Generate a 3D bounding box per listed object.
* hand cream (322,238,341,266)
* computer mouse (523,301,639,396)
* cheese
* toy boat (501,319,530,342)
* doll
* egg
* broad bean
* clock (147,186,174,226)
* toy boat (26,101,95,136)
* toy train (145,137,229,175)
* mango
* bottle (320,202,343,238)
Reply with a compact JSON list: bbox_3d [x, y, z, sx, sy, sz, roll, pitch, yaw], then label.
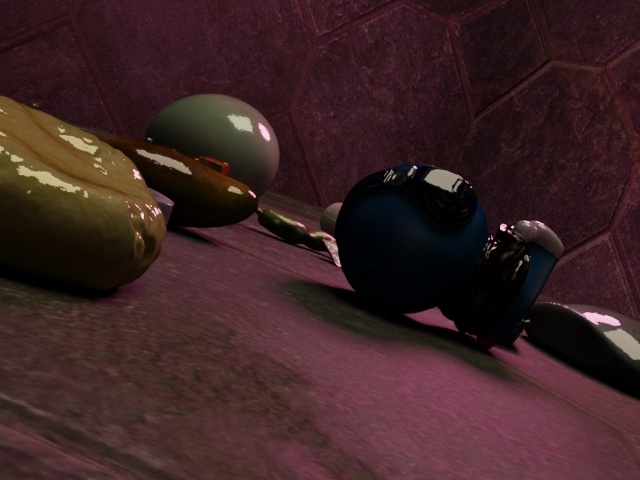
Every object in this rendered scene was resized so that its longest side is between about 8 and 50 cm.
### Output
[{"bbox_3d":[0.103,0.045,1.756,0.234,0.050,0.080,15,32,-39],"label":"hand cream"},{"bbox_3d":[0.514,0.181,1.584,0.203,0.114,0.374,18,4,-23],"label":"computer mouse"},{"bbox_3d":[-0.241,-0.038,0.751,0.226,0.117,0.214,25,10,-9],"label":"cheese"},{"bbox_3d":[0.308,0.135,1.556,0.093,0.055,0.293,22,4,-1],"label":"toy boat"},{"bbox_3d":[0.170,0.015,1.308,0.310,0.240,0.284,34,-37,-4],"label":"doll"},{"bbox_3d":[-0.224,-0.178,1.741,0.230,0.230,0.371,18,0,-36],"label":"egg"},{"bbox_3d":[-0.043,-0.014,1.770,0.213,0.048,0.070,24,5,-3],"label":"broad bean"},{"bbox_3d":[-0.256,-0.044,1.038,0.172,0.064,0.198,22,5,19],"label":"clock"},{"bbox_3d":[-0.573,-0.243,1.894,0.075,0.077,0.185,25,6,31],"label":"toy boat"},{"bbox_3d":[-0.250,-0.104,1.455,0.176,0.118,0.074,23,2,7],"label":"toy train"},{"bbox_3d":[-0.225,-0.080,1.315,0.267,0.111,0.133,19,-11,-14],"label":"mango"},{"bbox_3d":[0.064,-0.035,2.181,0.104,0.104,0.245,19,5,-19],"label":"bottle"}]
